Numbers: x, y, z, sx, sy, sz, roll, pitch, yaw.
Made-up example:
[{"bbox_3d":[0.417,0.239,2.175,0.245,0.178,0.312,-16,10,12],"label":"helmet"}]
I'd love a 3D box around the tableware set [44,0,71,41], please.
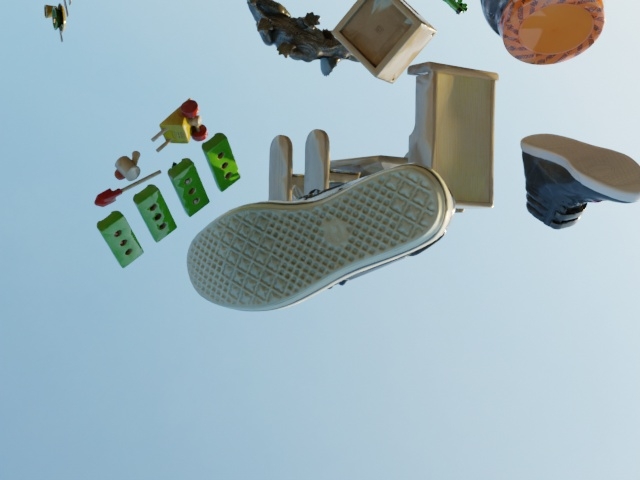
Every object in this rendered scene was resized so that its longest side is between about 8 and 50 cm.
[{"bbox_3d":[-0.419,-0.396,1.636,0.024,0.154,0.104,-6,-112,-24],"label":"tableware set"}]

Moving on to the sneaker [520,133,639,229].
[{"bbox_3d":[0.450,-0.079,1.761,0.104,0.147,0.295,-18,-154,-21],"label":"sneaker"}]

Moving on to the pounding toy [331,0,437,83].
[{"bbox_3d":[0.103,-0.344,1.630,0.141,0.130,0.100,48,-161,19],"label":"pounding toy"}]

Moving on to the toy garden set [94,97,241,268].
[{"bbox_3d":[-0.251,-0.097,1.591,0.244,0.204,0.049,-39,-121,-15],"label":"toy garden set"}]

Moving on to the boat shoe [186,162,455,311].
[{"bbox_3d":[0.000,0.000,1.717,0.156,0.500,0.187,-2,-105,-63],"label":"boat shoe"}]

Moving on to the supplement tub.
[{"bbox_3d":[0.355,-0.469,1.712,0.207,0.207,0.338,9,-125,-19],"label":"supplement tub"}]

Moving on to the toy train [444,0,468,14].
[{"bbox_3d":[0.223,-0.425,1.800,0.083,0.023,0.017,47,174,11],"label":"toy train"}]

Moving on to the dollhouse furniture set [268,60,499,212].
[{"bbox_3d":[0.148,-0.189,2.035,0.362,0.257,0.394,3,178,-35],"label":"dollhouse furniture set"}]

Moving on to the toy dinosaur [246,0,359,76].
[{"bbox_3d":[-0.068,-0.395,1.944,0.313,0.121,0.160,26,178,10],"label":"toy dinosaur"}]
